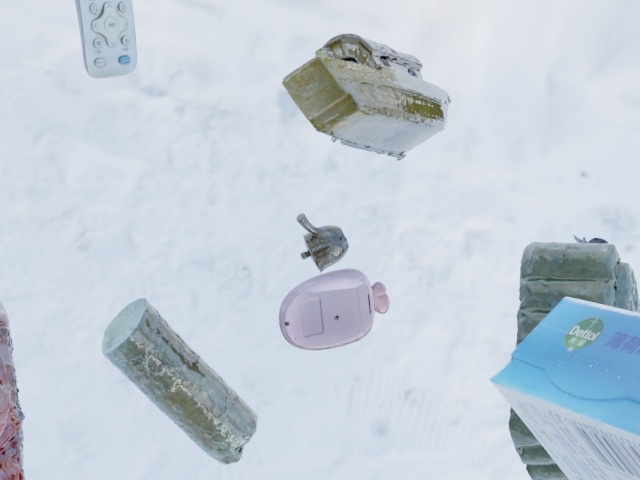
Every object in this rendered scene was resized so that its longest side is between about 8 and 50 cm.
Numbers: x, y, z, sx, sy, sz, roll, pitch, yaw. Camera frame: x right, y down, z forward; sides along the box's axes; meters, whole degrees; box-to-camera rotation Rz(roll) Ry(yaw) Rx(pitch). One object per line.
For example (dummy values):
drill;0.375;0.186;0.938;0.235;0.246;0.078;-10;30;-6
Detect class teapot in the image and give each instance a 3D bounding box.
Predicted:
teapot;0.000;0.000;1.746;0.080;0.085;0.110;-25;128;-2

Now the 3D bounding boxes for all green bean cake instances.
green bean cake;0.218;0.117;0.895;0.183;0.094;0.185;60;38;-48

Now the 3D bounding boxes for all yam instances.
yam;-0.182;0.193;1.429;0.259;0.093;0.093;49;54;-24

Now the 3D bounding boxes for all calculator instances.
calculator;0.021;0.091;1.408;0.166;0.024;0.103;-13;103;-26

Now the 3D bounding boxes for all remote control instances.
remote control;-0.257;-0.300;1.215;0.073;0.044;0.229;-18;108;-46

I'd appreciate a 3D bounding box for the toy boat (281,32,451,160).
toy boat;0.038;-0.117;0.845;0.226;0.068;0.088;1;63;-62

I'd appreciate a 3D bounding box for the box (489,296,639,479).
box;0.201;0.130;0.576;0.073;0.139;0.194;-45;111;-14

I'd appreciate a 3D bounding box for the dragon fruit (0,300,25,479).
dragon fruit;-0.427;0.166;0.965;0.329;0.286;0.228;6;101;-22

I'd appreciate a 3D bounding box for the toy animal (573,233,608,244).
toy animal;0.472;0.007;1.933;0.084;0.028;0.050;-25;74;-7
